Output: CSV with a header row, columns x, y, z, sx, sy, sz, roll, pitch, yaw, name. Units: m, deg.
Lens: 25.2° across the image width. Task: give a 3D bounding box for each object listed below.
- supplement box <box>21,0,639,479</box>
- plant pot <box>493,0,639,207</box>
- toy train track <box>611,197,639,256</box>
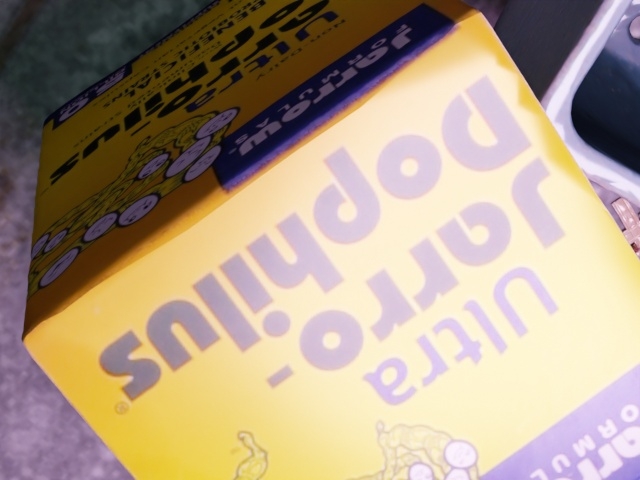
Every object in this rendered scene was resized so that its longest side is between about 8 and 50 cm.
x,y,z,sx,sy,sz,roll,pitch,yaw,name
0.000,0.000,0.662,0.194,0.356,0.195,-36,109,2,supplement box
0.226,-0.127,0.716,0.247,0.252,0.248,27,100,-17,plant pot
0.209,-0.014,0.873,0.083,0.014,0.048,-34,109,1,toy train track
